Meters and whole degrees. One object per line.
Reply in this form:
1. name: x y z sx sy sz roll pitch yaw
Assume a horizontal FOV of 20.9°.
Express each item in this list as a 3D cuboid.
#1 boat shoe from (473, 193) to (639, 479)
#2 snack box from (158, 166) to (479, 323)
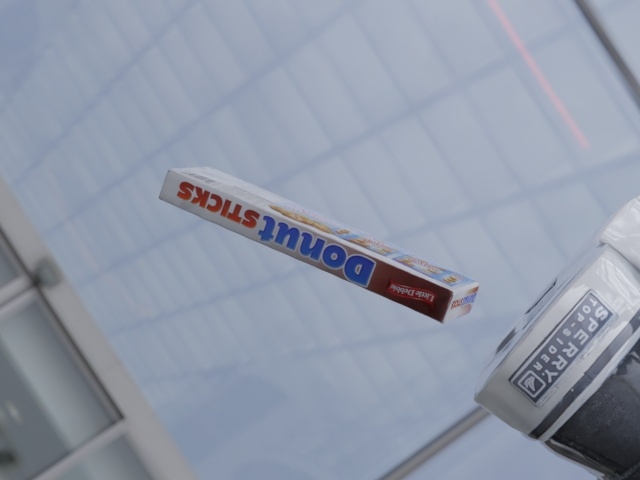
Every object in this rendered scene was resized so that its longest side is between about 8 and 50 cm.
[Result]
1. boat shoe: 0.141 0.052 0.762 0.102 0.108 0.301 42 9 5
2. snack box: 0.000 0.000 0.977 0.178 0.022 0.064 23 9 15
